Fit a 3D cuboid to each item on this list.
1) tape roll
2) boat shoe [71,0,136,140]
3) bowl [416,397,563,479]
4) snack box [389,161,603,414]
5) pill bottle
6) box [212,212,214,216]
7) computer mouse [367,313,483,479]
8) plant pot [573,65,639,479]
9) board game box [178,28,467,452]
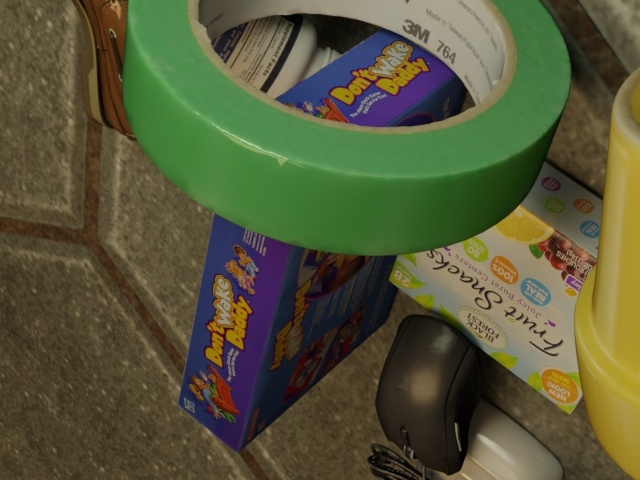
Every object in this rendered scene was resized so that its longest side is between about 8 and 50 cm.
[{"bbox_3d":[0.018,-0.129,0.944,0.321,0.321,0.077,35,138,20],"label":"tape roll"},{"bbox_3d":[-0.171,-0.223,1.241,0.104,0.110,0.307,27,145,23],"label":"boat shoe"},{"bbox_3d":[0.160,0.235,1.294,0.142,0.053,0.142,38,137,16],"label":"bowl"},{"bbox_3d":[0.174,0.023,1.105,0.207,0.070,0.174,38,140,19],"label":"snack box"},{"bbox_3d":[-0.062,-0.165,1.100,0.169,0.094,0.094,28,143,-15],"label":"pill bottle"},{"bbox_3d":[-0.072,-0.138,1.230,0.067,0.063,0.324,23,133,33],"label":"box"},{"bbox_3d":[0.121,0.197,1.204,0.184,0.060,0.262,33,141,22],"label":"computer mouse"},{"bbox_3d":[0.283,0.007,0.824,0.254,0.254,0.239,15,134,37],"label":"plant pot"},{"bbox_3d":[0.000,0.000,1.129,0.078,0.233,0.347,36,138,19],"label":"board game box"}]
